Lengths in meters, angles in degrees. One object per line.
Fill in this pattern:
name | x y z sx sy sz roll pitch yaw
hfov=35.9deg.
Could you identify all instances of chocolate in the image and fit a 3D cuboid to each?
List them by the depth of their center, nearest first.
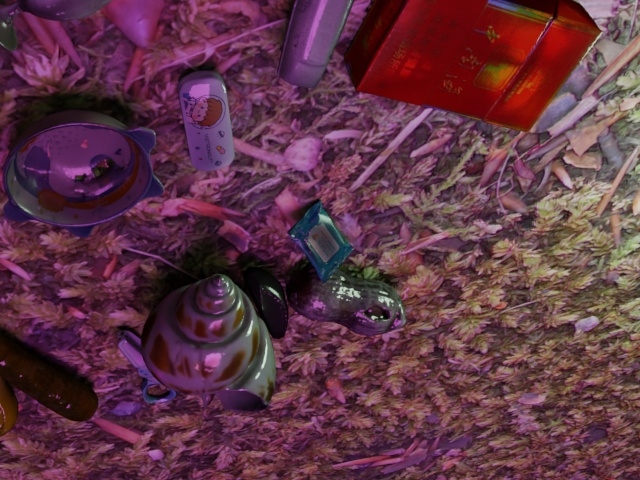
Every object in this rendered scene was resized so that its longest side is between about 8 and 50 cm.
chocolate | 0.048 0.108 1.783 0.248 0.110 0.110 22 126 -32

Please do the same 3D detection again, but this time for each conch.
conch | -0.179 0.178 1.681 0.250 0.197 0.368 24 166 1

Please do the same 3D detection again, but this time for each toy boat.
toy boat | 0.005 -0.329 1.309 0.078 0.085 0.260 6 123 -25

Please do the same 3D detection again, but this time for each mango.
mango | -0.595 0.287 1.792 0.091 0.074 0.165 1 124 -11

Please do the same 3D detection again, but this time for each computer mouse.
computer mouse | -0.088 0.106 1.741 0.057 0.099 0.172 -28 136 -9

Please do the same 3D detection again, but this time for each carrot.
carrot | -0.524 0.228 1.750 0.074 0.074 0.358 -29 137 13

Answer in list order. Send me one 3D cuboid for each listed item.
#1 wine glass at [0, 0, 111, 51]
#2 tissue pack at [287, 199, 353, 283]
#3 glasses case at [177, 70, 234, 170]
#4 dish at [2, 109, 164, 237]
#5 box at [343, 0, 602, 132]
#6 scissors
wine glass | -0.311 -0.312 1.203 0.202 0.093 0.093 -23 139 7
tissue pack | 0.000 0.000 1.678 0.085 0.028 0.138 -48 128 -17
glasses case | -0.165 -0.171 1.442 0.067 0.045 0.178 -11 139 -7
dish | -0.346 -0.110 1.420 0.237 0.086 0.227 -13 140 -5
box | 0.217 -0.279 1.420 0.313 0.089 0.197 8 132 -27
scissors | -0.316 0.236 1.856 0.125 0.030 0.256 -22 142 7
